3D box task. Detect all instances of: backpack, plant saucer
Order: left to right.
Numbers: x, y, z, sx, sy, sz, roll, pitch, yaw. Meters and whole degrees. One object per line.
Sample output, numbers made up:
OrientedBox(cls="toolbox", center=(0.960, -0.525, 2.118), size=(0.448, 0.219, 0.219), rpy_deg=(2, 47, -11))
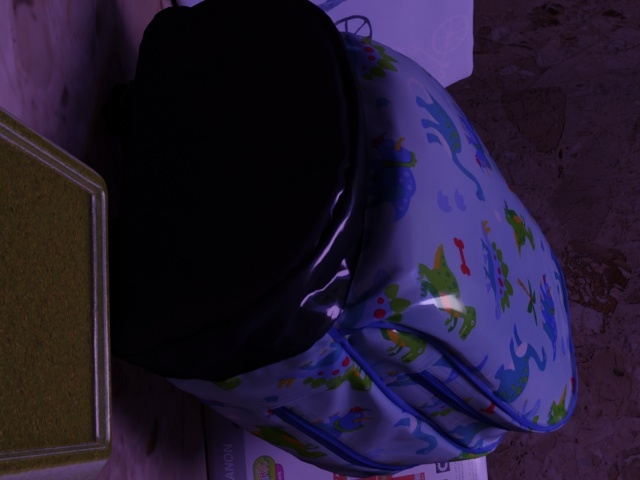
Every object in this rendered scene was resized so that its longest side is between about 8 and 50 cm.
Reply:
OrientedBox(cls="plant saucer", center=(-0.129, 0.026, 0.379), size=(0.188, 0.045, 0.188), rpy_deg=(54, 31, -78))
OrientedBox(cls="backpack", center=(0.034, 0.029, 0.655), size=(0.355, 0.273, 0.290), rpy_deg=(66, 17, -48))

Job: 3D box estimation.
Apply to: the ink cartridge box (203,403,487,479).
OrientedBox(cls="ink cartridge box", center=(0.002, 0.123, 0.875), size=(0.130, 0.271, 0.310), rpy_deg=(169, -83, -66))

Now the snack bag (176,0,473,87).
OrientedBox(cls="snack bag", center=(0.022, -0.225, 0.899), size=(0.037, 0.323, 0.343), rpy_deg=(48, -18, 37))
